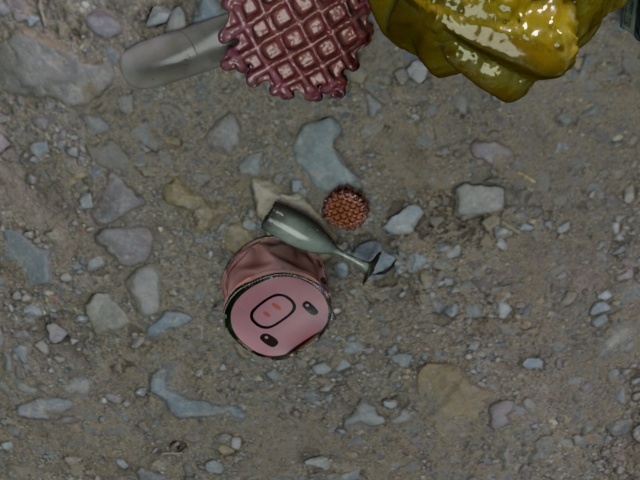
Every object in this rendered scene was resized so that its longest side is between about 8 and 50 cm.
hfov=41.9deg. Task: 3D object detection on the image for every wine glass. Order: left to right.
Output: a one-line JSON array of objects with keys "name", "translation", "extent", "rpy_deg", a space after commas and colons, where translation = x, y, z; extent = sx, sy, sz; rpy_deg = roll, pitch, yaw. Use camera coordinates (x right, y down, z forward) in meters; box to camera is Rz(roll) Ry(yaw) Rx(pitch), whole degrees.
[{"name": "wine glass", "translation": [0.000, 0.000, 1.379], "extent": [0.198, 0.066, 0.066], "rpy_deg": [28, 120, -6]}]

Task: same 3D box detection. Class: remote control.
[{"name": "remote control", "translation": [-0.193, -0.278, 1.241], "extent": [0.229, 0.044, 0.073], "rpy_deg": [-14, 116, 13]}]

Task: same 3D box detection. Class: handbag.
[{"name": "handbag", "translation": [-0.076, 0.098, 1.417], "extent": [0.205, 0.116, 0.179], "rpy_deg": [-40, 112, 23]}]

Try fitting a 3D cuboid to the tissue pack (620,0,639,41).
[{"name": "tissue pack", "translation": [0.498, -0.396, 1.073], "extent": [0.186, 0.081, 0.257], "rpy_deg": [-6, 121, 0]}]

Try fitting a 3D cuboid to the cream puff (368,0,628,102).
[{"name": "cream puff", "translation": [0.237, -0.329, 1.016], "extent": [0.324, 0.269, 0.274], "rpy_deg": [19, 137, -7]}]

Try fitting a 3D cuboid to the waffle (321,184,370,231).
[{"name": "waffle", "translation": [0.040, -0.050, 1.366], "extent": [0.075, 0.029, 0.083], "rpy_deg": [25, 125, -5]}]

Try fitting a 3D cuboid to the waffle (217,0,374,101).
[{"name": "waffle", "translation": [-0.031, -0.314, 1.185], "extent": [0.221, 0.055, 0.234], "rpy_deg": [15, 111, -11]}]
